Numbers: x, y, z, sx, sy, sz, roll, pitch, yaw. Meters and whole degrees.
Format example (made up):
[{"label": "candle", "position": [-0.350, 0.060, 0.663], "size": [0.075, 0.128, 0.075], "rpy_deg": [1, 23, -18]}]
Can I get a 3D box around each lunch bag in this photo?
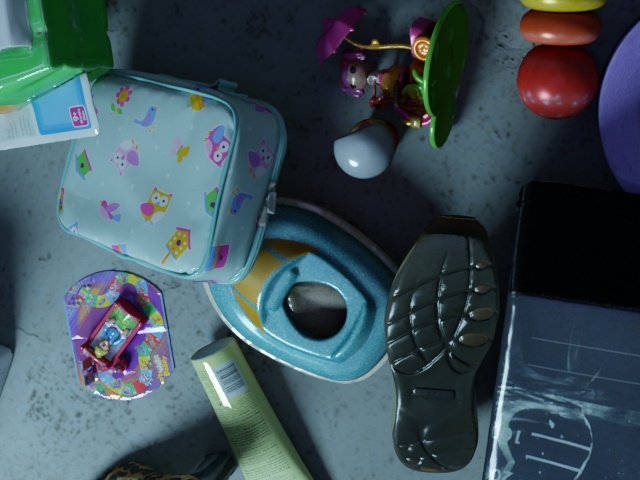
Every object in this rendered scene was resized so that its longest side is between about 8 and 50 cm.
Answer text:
[{"label": "lunch bag", "position": [-0.165, -0.080, 1.397], "size": [0.279, 0.108, 0.224], "rpy_deg": [18, 94, 38]}]

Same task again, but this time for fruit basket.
[{"label": "fruit basket", "position": [-0.419, -0.263, 1.431], "size": [0.353, 0.165, 0.327], "rpy_deg": [-4, 95, 27]}]

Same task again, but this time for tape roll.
[{"label": "tape roll", "position": [0.440, -0.142, 1.337], "size": [0.274, 0.090, 0.275], "rpy_deg": [2, 101, 10]}]

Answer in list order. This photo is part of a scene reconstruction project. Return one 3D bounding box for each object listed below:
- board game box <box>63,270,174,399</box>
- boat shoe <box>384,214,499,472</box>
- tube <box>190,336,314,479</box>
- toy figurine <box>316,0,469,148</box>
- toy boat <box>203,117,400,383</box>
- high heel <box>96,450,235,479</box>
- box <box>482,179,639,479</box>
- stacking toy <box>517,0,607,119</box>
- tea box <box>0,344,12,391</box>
[{"label": "board game box", "position": [-0.259, 0.124, 1.550], "size": [0.133, 0.033, 0.169], "rpy_deg": [-6, 100, 12]}, {"label": "boat shoe", "position": [0.133, 0.110, 1.394], "size": [0.122, 0.120, 0.324], "rpy_deg": [8, 121, 5]}, {"label": "tube", "position": [-0.083, 0.237, 1.530], "size": [0.070, 0.062, 0.240], "rpy_deg": [-11, 108, 57]}, {"label": "toy figurine", "position": [0.072, -0.200, 1.404], "size": [0.159, 0.130, 0.173], "rpy_deg": [15, 128, 21]}, {"label": "toy boat", "position": [0.000, 0.000, 1.418], "size": [0.267, 0.148, 0.318], "rpy_deg": [27, 105, 5]}, {"label": "high heel", "position": [-0.240, 0.338, 1.507], "size": [0.261, 0.186, 0.093], "rpy_deg": [-24, 95, 14]}, {"label": "box", "position": [0.407, 0.231, 1.268], "size": [0.479, 0.297, 0.472], "rpy_deg": [8, 116, 9]}, {"label": "stacking toy", "position": [0.260, -0.293, 1.326], "size": [0.141, 0.141, 0.330], "rpy_deg": [4, 105, 10]}, {"label": "tea box", "position": [-0.618, 0.235, 1.544], "size": [0.329, 0.220, 0.324], "rpy_deg": [25, 103, 6]}]
